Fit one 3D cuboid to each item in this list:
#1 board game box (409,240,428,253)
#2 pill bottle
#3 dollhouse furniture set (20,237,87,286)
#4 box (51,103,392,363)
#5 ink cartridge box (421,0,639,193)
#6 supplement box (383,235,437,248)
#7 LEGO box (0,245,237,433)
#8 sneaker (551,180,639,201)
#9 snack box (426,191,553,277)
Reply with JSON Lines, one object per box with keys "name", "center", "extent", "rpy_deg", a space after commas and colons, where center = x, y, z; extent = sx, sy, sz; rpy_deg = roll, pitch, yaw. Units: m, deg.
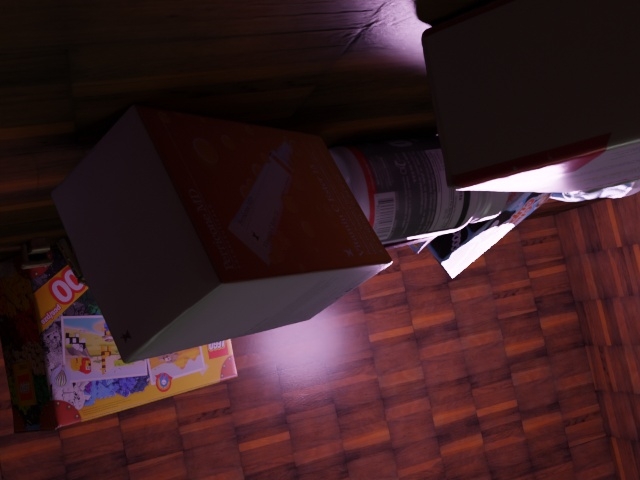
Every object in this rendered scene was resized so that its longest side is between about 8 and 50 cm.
{"name": "board game box", "center": [0.302, -0.053, 1.839], "extent": [0.194, 0.060, 0.194], "rpy_deg": [-45, 169, 7]}
{"name": "pill bottle", "center": [0.147, -0.083, 1.105], "extent": [0.283, 0.161, 0.161], "rpy_deg": [-9, 174, -25]}
{"name": "dollhouse furniture set", "center": [-0.472, 0.035, 1.320], "extent": [0.160, 0.101, 0.182], "rpy_deg": [-8, 174, -32]}
{"name": "box", "center": [-0.101, -0.011, 0.836], "extent": [0.168, 0.215, 0.345], "rpy_deg": [-37, 163, 29]}
{"name": "ink cartridge box", "center": [0.320, -0.155, 0.716], "extent": [0.279, 0.161, 0.384], "rpy_deg": [-15, 174, 34]}
{"name": "supplement box", "center": [0.216, -0.056, 1.716], "extent": [0.239, 0.130, 0.073], "rpy_deg": [-14, 172, 20]}
{"name": "LEGO box", "center": [-0.471, 0.201, 1.628], "extent": [0.193, 0.373, 0.500], "rpy_deg": [-16, 173, 39]}
{"name": "sneaker", "center": [0.629, -0.148, 1.630], "extent": [0.150, 0.135, 0.366], "rpy_deg": [-14, 174, -8]}
{"name": "snack box", "center": [0.402, -0.050, 1.624], "extent": [0.322, 0.060, 0.187], "rpy_deg": [-41, 157, 5]}
